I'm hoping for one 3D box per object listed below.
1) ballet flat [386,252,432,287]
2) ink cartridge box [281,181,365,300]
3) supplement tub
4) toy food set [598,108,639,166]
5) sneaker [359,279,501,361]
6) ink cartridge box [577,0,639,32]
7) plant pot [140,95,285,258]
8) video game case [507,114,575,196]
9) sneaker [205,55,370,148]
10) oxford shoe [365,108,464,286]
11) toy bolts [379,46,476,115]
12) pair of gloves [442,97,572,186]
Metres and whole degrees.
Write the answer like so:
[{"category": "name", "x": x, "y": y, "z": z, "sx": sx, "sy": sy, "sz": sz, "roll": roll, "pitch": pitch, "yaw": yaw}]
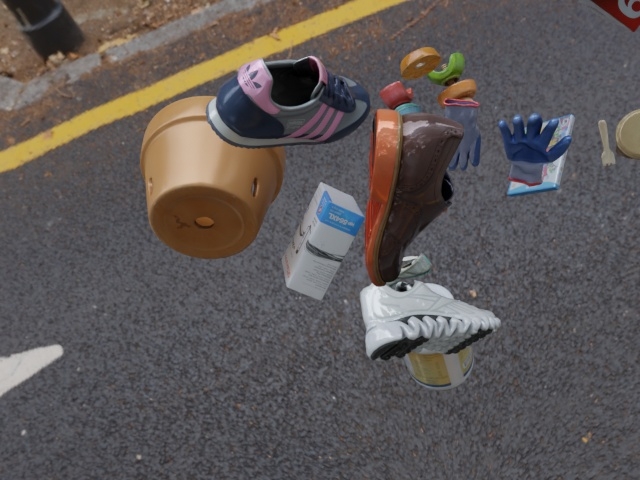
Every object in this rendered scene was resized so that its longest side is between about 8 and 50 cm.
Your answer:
[{"category": "ballet flat", "x": 0.227, "y": 0.091, "z": 1.576, "sx": 0.213, "sy": 0.068, "sz": 0.072, "roll": -26, "pitch": 11, "yaw": 35}, {"category": "ink cartridge box", "x": 0.000, "y": 0.000, "z": 1.123, "sx": 0.203, "sy": 0.086, "sz": 0.148, "roll": -62, "pitch": 17, "yaw": 15}, {"category": "supplement tub", "x": 0.231, "y": 0.199, "z": 1.105, "sx": 0.144, "sy": 0.199, "sz": 0.144, "roll": -14, "pitch": 40, "yaw": 12}, {"category": "toy food set", "x": 0.758, "y": -0.242, "z": 1.250, "sx": 0.192, "sy": 0.038, "sz": 0.132, "roll": -8, "pitch": 82, "yaw": 24}, {"category": "sneaker", "x": 0.182, "y": 0.119, "z": 0.866, "sx": 0.110, "sy": 0.292, "sz": 0.118, "roll": -45, "pitch": 52, "yaw": 37}, {"category": "ink cartridge box", "x": 0.498, "y": -0.552, "z": 0.859, "sx": 0.272, "sy": 0.309, "sz": 0.130, "roll": 21, "pitch": 31, "yaw": -20}, {"category": "plant pot", "x": -0.214, "y": -0.101, "z": 1.046, "sx": 0.291, "sy": 0.290, "sz": 0.203, "roll": -11, "pitch": 48, "yaw": 9}, {"category": "video game case", "x": 0.459, "y": -0.175, "z": 1.118, "sx": 0.119, "sy": 0.015, "sz": 0.166, "roll": -6, "pitch": 63, "yaw": 60}, {"category": "sneaker", "x": -0.008, "y": -0.214, "z": 0.794, "sx": 0.319, "sy": 0.131, "sz": 0.112, "roll": -24, "pitch": 82, "yaw": -45}, {"category": "oxford shoe", "x": 0.103, "y": -0.030, "z": 0.623, "sx": 0.099, "sy": 0.271, "sz": 0.096, "roll": 2, "pitch": 54, "yaw": 3}, {"category": "toy bolts", "x": 0.261, "y": -0.351, "z": 1.348, "sx": 0.229, "sy": 0.218, "sz": 0.158, "roll": -28, "pitch": 76, "yaw": 36}, {"category": "pair of gloves", "x": 0.238, "y": -0.134, "z": 0.752, "sx": 0.198, "sy": 0.159, "sz": 0.023, "roll": 13, "pitch": 66, "yaw": 18}]
